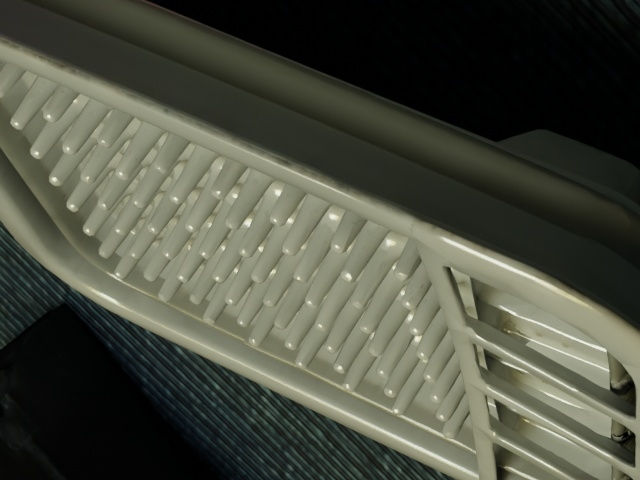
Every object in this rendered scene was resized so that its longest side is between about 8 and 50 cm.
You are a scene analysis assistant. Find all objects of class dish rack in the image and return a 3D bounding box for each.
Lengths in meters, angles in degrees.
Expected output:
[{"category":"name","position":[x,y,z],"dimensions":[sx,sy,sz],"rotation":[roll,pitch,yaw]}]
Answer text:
[{"category":"dish rack","position":[0.000,0.000,0.657],"dimensions":[0.333,0.072,0.285],"rotation":[23,162,19]}]

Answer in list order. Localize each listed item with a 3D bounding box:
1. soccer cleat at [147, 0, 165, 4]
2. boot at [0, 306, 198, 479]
[{"category":"soccer cleat","position":[-0.128,-0.184,0.616],"dimensions":[0.248,0.083,0.095],"rotation":[40,149,-8]},{"category":"boot","position":[-0.099,0.298,0.861],"dimensions":[0.146,0.367,0.445],"rotation":[-28,105,26]}]
